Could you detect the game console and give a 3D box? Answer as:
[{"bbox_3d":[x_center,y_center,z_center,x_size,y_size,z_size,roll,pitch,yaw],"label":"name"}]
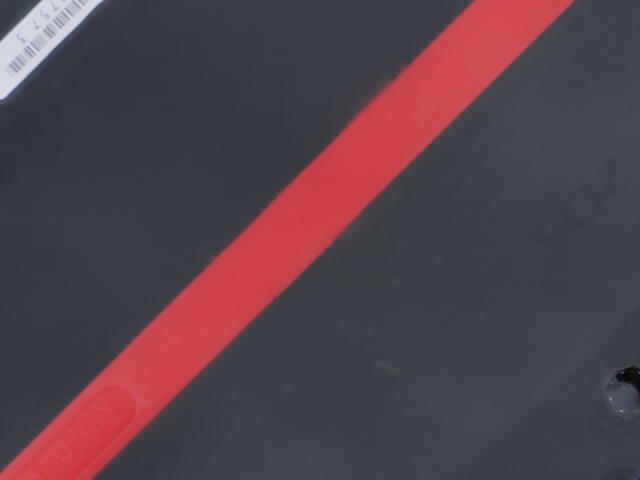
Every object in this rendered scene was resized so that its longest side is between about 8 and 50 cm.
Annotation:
[{"bbox_3d":[0.000,0.000,0.784,0.342,0.386,0.060,45,3,2],"label":"game console"}]
